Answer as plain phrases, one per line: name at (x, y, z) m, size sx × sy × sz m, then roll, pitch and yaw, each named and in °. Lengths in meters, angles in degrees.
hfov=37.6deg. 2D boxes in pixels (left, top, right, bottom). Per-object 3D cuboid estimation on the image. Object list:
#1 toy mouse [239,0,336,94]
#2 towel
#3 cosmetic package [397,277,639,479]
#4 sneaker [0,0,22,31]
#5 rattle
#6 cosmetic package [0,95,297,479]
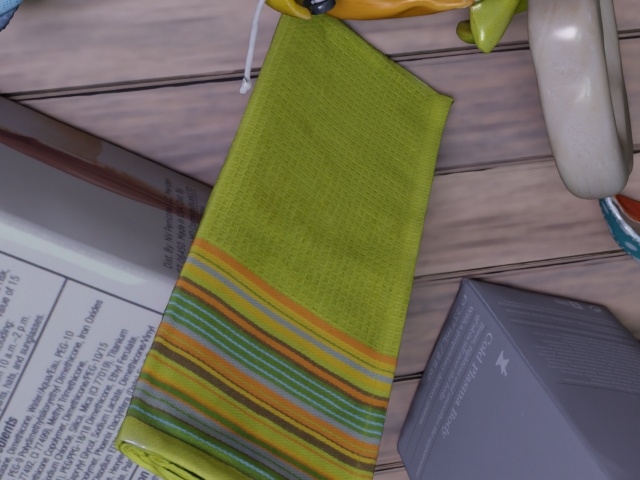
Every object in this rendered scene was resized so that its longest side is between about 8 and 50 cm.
toy mouse at (-0.020, -0.161, 0.361) m, size 0.161 × 0.031 × 0.143 m, roll -49°, pitch 131°, yaw -31°
towel at (0.000, 0.000, 0.386) m, size 0.102 × 0.237 × 0.021 m, roll 34°, pitch 141°, yaw -23°
cosmetic package at (0.128, 0.132, 0.450) m, size 0.107 × 0.238 × 0.127 m, roll 13°, pitch 111°, yaw -16°
sneaker at (-0.151, -0.122, 0.325) m, size 0.261 × 0.104 × 0.125 m, roll -27°, pitch 124°, yaw -21°
rattle at (0.091, -0.053, 0.454) m, size 0.142 × 0.130 × 0.200 m, roll -19°, pitch 144°, yaw 11°
cosmetic package at (-0.177, 0.015, 0.402) m, size 0.296 × 0.129 × 0.153 m, roll 25°, pitch 110°, yaw -20°
